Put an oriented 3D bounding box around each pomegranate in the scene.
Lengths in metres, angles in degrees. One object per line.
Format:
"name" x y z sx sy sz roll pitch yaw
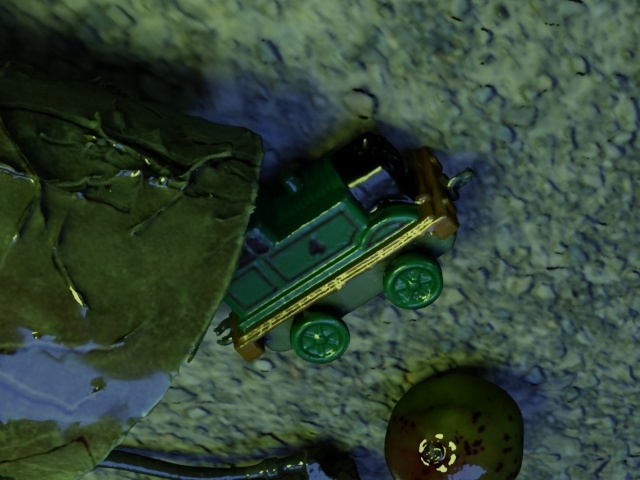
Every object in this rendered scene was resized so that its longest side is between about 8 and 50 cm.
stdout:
"pomegranate" 0.119 0.177 0.996 0.130 0.130 0.130 -8 135 -8

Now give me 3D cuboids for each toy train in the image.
"toy train" 0.000 0.000 0.809 0.227 0.091 0.136 -34 123 18

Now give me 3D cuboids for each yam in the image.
"yam" -0.232 -0.010 0.634 0.348 0.241 0.241 19 126 -24

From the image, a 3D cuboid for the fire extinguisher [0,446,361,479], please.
"fire extinguisher" -0.147 0.259 1.034 0.376 0.113 0.200 -13 93 -5
